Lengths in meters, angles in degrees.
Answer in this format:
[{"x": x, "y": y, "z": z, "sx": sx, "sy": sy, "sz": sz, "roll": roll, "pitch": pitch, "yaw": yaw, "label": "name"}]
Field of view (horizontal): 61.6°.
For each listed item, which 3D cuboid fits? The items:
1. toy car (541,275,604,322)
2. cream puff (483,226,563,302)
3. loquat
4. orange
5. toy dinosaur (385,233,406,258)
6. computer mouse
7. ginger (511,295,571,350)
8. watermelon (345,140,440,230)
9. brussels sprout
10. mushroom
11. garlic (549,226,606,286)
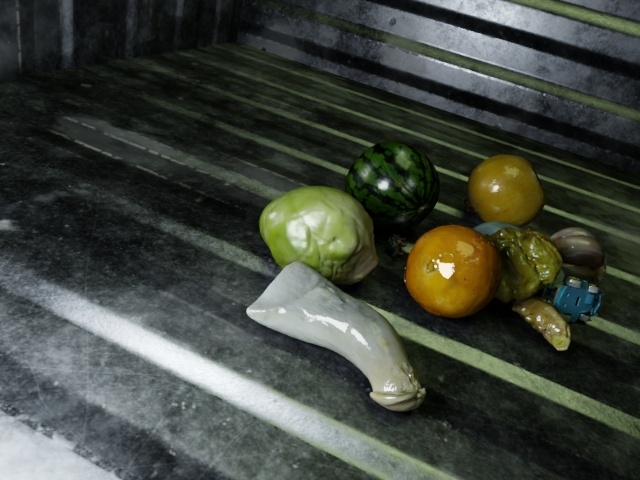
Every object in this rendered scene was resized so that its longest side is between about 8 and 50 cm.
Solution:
[{"x": 0.704, "y": 0.158, "z": 1.511, "sx": 0.162, "sy": 0.126, "sz": 0.098, "roll": 6, "pitch": 13, "yaw": -26, "label": "toy car"}, {"x": 0.522, "y": 0.063, "z": 1.468, "sx": 0.196, "sy": 0.244, "sz": 0.244, "roll": 45, "pitch": 32, "yaw": -2, "label": "cream puff"}, {"x": 0.639, "y": -0.170, "z": 1.895, "sx": 0.275, "sy": 0.274, "sz": 0.274, "roll": 11, "pitch": 29, "yaw": -7, "label": "loquat"}, {"x": 0.333, "y": 0.078, "z": 1.345, "sx": 0.240, "sy": 0.239, "sz": 0.240, "roll": 11, "pitch": 29, "yaw": -7, "label": "orange"}, {"x": 0.223, "y": 0.016, "z": 1.592, "sx": 0.055, "sy": 0.049, "sz": 0.154, "roll": 19, "pitch": 24, "yaw": 1, "label": "toy dinosaur"}, {"x": 0.616, "y": 0.041, "z": 1.671, "sx": 0.189, "sy": 0.121, "sz": 0.371, "roll": -4, "pitch": 37, "yaw": -29, "label": "computer mouse"}, {"x": 0.578, "y": 0.197, "z": 1.413, "sx": 0.115, "sy": 0.081, "sz": 0.205, "roll": 39, "pitch": 15, "yaw": -19, "label": "ginger"}, {"x": 0.226, "y": -0.169, "z": 1.677, "sx": 0.286, "sy": 0.284, "sz": 0.285, "roll": 11, "pitch": 29, "yaw": -7, "label": "watermelon"}, {"x": -0.003, "y": -0.007, "z": 1.331, "sx": 0.317, "sy": 0.273, "sz": 0.242, "roll": 28, "pitch": 70, "yaw": 5, "label": "brussels sprout"}, {"x": 0.054, "y": 0.201, "z": 1.125, "sx": 0.397, "sy": 0.126, "sz": 0.177, "roll": 28, "pitch": 52, "yaw": 22, "label": "mushroom"}, {"x": 0.820, "y": 0.030, "z": 1.734, "sx": 0.191, "sy": 0.160, "sz": 0.214, "roll": 22, "pitch": 33, "yaw": 3, "label": "garlic"}]
